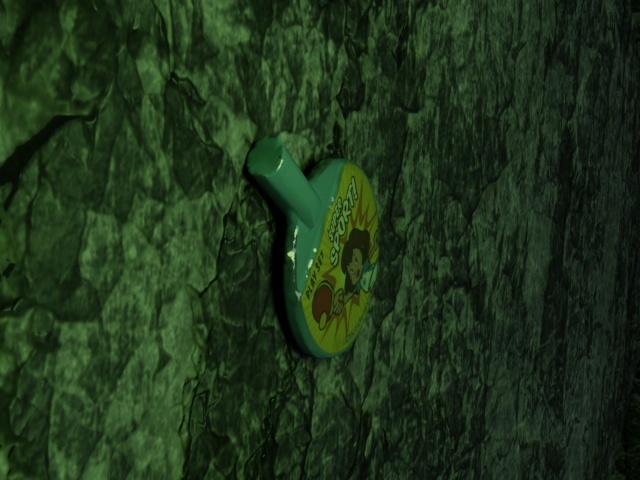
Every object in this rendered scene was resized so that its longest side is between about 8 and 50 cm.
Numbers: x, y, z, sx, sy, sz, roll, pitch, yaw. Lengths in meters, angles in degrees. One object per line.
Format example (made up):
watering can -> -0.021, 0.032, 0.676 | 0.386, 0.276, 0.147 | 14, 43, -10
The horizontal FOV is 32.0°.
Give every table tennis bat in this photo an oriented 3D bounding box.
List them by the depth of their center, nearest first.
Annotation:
table tennis bat -> 0.000, 0.000, 1.184 | 0.329, 0.044, 0.215 | 58, 46, -55
